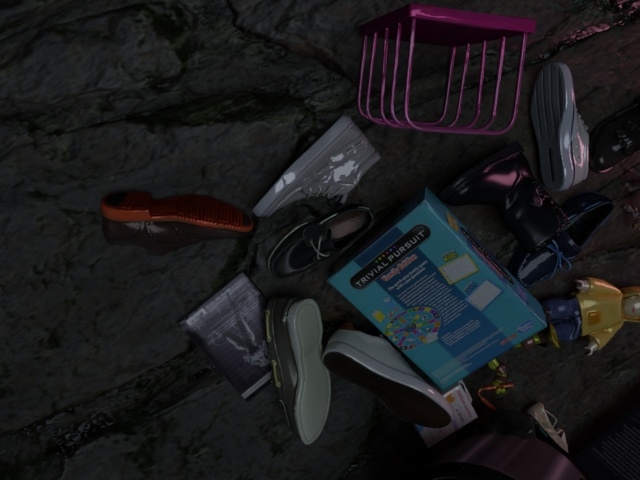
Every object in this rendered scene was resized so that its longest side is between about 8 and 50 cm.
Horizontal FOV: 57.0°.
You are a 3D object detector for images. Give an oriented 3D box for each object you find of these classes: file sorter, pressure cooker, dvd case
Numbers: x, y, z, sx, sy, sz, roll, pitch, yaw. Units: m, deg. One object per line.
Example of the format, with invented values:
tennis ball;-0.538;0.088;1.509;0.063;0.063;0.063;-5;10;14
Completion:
file sorter;0.192;-0.283;1.022;0.202;0.291;0.182;2;103;-12
pressure cooker;0.355;0.561;1.151;0.375;0.420;0.370;49;112;24
dvd case;-0.150;0.194;1.181;0.164;0.018;0.221;-39;105;-3

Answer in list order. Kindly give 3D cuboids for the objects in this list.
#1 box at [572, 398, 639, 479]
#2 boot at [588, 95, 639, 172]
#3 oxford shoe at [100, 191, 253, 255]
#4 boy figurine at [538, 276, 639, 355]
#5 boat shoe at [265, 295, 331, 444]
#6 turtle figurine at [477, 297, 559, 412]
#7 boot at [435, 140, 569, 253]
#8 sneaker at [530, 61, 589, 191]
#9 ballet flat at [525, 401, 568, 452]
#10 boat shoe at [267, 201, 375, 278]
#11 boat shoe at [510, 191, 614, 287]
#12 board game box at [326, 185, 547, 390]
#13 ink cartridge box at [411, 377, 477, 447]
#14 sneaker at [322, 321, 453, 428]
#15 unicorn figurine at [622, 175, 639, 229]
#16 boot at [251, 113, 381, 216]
box;0.765;0.557;1.315;0.395;0.212;0.294;-39;116;-3
boot;0.680;-0.228;1.159;0.263;0.229;0.091;-43;106;-1
oxford shoe;-0.262;-0.025;1.091;0.271;0.097;0.098;7;119;-8
boy figurine;0.601;0.165;1.292;0.285;0.092;0.177;-7;99;-7
boat shoe;-0.048;0.252;1.158;0.109;0.091;0.305;-25;116;-51
turtle figurine;0.380;0.220;1.242;0.217;0.087;0.270;-28;90;27
boot;0.362;-0.064;1.139;0.246;0.094;0.207;-29;84;-33
sneaker;0.494;-0.233;1.205;0.091;0.094;0.258;-16;109;-27
ballet flat;0.530;0.438;1.348;0.052;0.057;0.168;-41;106;-12
boat shoe;0.000;0.000;1.145;0.233;0.079;0.084;-31;107;-3
boat shoe;0.503;-0.006;1.238;0.109;0.089;0.258;38;92;-15
board game box;0.222;0.102;1.141;0.336;0.079;0.253;44;116;-10
ink cartridge box;0.254;0.349;1.255;0.143;0.090;0.092;-31;105;-4
sneaker;0.148;0.256;1.173;0.290;0.123;0.106;35;129;-6
unicorn figurine;0.690;-0.099;1.247;0.060;0.111;0.162;-23;104;-6
boot;-0.002;-0.108;1.112;0.258;0.095;0.123;-45;99;-2
